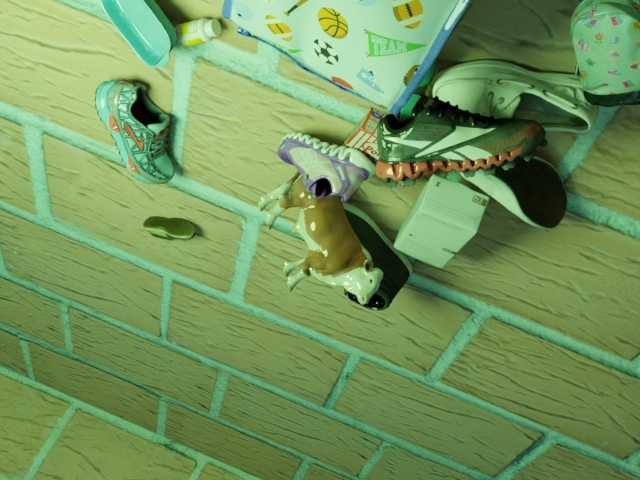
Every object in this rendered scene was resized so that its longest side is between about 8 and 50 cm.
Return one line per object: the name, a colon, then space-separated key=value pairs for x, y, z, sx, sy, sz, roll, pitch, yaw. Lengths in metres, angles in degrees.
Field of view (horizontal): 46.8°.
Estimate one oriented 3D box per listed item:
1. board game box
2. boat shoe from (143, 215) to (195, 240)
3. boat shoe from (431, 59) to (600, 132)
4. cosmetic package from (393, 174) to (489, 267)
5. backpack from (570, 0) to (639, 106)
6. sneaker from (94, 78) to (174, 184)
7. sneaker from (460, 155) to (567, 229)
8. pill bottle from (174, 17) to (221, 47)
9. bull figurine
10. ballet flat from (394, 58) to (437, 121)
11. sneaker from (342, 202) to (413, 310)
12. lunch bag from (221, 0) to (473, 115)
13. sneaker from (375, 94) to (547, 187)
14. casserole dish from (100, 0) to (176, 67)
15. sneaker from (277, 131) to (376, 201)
board game box: x=0.125 y=-0.166 z=1.348 sx=0.147 sy=0.045 sz=0.193 roll=28 pitch=171 yaw=-5
boat shoe: x=-0.371 y=-0.026 z=1.844 sx=0.152 sy=0.056 sz=0.049 roll=14 pitch=147 yaw=28
boat shoe: x=0.310 y=-0.226 z=1.205 sx=0.277 sy=0.096 sz=0.098 roll=8 pitch=140 yaw=21
cosmetic package: x=0.229 y=-0.032 z=1.437 sx=0.117 sy=0.085 sz=0.231 roll=22 pitch=162 yaw=2
backpack: x=0.432 y=-0.284 z=1.059 sx=0.152 sy=0.115 sz=0.182 roll=-3 pitch=132 yaw=34
sneaker: x=-0.369 y=-0.222 z=1.568 sx=0.125 sy=0.104 sz=0.261 roll=-2 pitch=135 yaw=27
sneaker: x=0.333 y=-0.125 z=1.338 sx=0.290 sy=0.106 sz=0.123 roll=36 pitch=178 yaw=-29
pill bottle: x=-0.223 y=-0.381 z=1.350 sx=0.083 sy=0.043 sz=0.043 roll=-3 pitch=135 yaw=30
bull figurine: x=0.000 y=0.000 z=1.512 sx=0.189 sy=0.310 sz=0.101 roll=-20 pitch=173 yaw=-6
ballet flat: x=0.153 y=-0.273 z=1.255 sx=0.073 sy=0.067 sz=0.206 roll=-2 pitch=142 yaw=-6
sneaker: x=0.073 y=0.036 z=1.599 sx=0.296 sy=0.146 sz=0.105 roll=41 pitch=141 yaw=-19
lunch bag: x=0.060 y=-0.396 z=1.028 sx=0.328 sy=0.239 sz=0.385 roll=28 pitch=132 yaw=-1
sneaker: x=0.211 y=-0.169 z=1.168 sx=0.276 sy=0.097 sz=0.135 roll=-6 pitch=110 yaw=21
casserole dish: x=-0.329 y=-0.405 z=1.350 sx=0.188 sy=0.037 sz=0.114 roll=52 pitch=141 yaw=-7
sneaker: x=-0.007 y=-0.136 z=1.427 sx=0.236 sy=0.104 sz=0.095 roll=22 pitch=170 yaw=42
